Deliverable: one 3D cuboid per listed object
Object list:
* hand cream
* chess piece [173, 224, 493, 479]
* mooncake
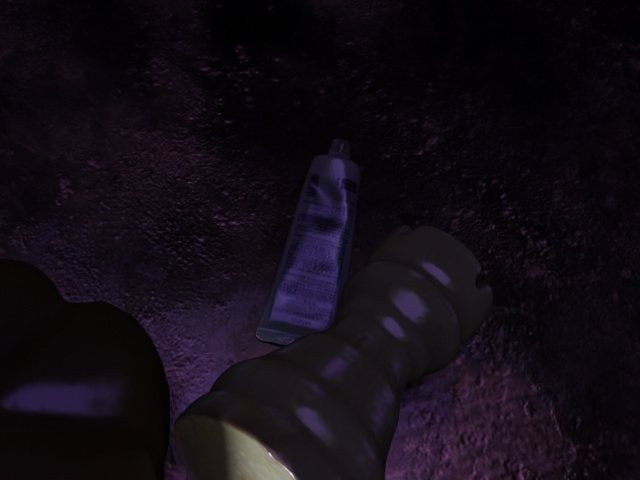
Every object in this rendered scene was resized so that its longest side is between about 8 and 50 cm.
[{"bbox_3d":[0.000,0.000,1.149,0.124,0.078,0.341,13,72,-2],"label":"hand cream"},{"bbox_3d":[0.045,0.159,0.952,0.234,0.234,0.442,38,51,10],"label":"chess piece"},{"bbox_3d":[-0.379,0.249,0.797,0.466,0.262,0.467,7,41,-6],"label":"mooncake"}]
